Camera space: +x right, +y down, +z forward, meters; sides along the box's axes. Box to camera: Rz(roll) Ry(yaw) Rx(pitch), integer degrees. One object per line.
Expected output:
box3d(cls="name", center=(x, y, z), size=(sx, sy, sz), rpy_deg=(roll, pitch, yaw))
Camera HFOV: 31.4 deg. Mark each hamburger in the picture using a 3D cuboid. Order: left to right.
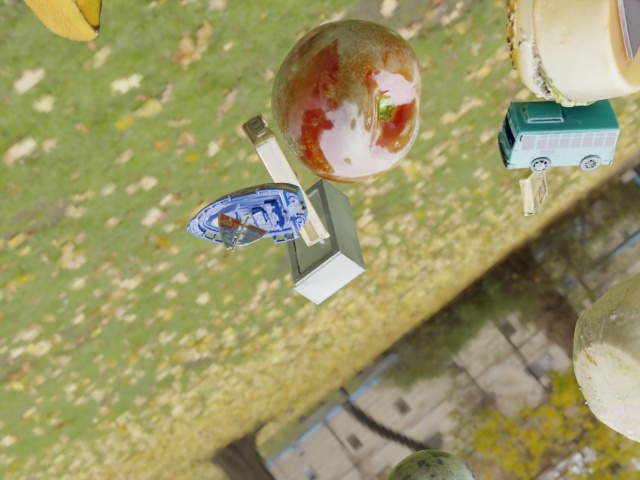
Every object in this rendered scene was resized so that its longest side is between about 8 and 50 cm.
box3d(cls="hamburger", center=(0.359, -0.324, 1.566), size=(0.176, 0.300, 0.300), rpy_deg=(8, -154, 32))

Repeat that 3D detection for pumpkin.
box3d(cls="pumpkin", center=(-0.337, -0.395, 1.492), size=(0.163, 0.278, 0.111), rpy_deg=(-40, -174, -34))

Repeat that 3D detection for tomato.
box3d(cls="tomato", center=(0.034, -0.231, 1.878), size=(0.222, 0.270, 0.270), rpy_deg=(14, -142, 40))

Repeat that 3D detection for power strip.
box3d(cls="power strip", center=(-0.052, -0.086, 1.796), size=(0.044, 0.064, 0.305), rpy_deg=(-32, 138, -2))

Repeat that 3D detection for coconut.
box3d(cls="coconut", center=(0.438, 0.134, 1.414), size=(0.241, 0.241, 0.241), rpy_deg=(-40, 175, -4))

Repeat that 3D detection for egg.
box3d(cls="egg", center=(0.189, 0.425, 1.930), size=(0.181, 0.141, 0.141), rpy_deg=(-13, 160, -37))

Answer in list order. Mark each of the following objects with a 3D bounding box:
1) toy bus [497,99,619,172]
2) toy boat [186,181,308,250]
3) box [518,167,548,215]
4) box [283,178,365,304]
box3d(cls="toy bus", center=(0.344, -0.156, 1.651), size=(0.160, 0.079, 0.092), rpy_deg=(-3, 137, -3))
box3d(cls="toy boat", center=(-0.110, -0.022, 1.575), size=(0.175, 0.091, 0.110), rpy_deg=(-7, -148, 19))
box3d(cls="box", center=(0.408, -0.101, 2.170), size=(0.020, 0.073, 0.149), rpy_deg=(-5, -164, 24))
box3d(cls="box", center=(0.000, 0.000, 2.326), size=(0.129, 0.086, 0.225), rpy_deg=(-37, -140, 22))
